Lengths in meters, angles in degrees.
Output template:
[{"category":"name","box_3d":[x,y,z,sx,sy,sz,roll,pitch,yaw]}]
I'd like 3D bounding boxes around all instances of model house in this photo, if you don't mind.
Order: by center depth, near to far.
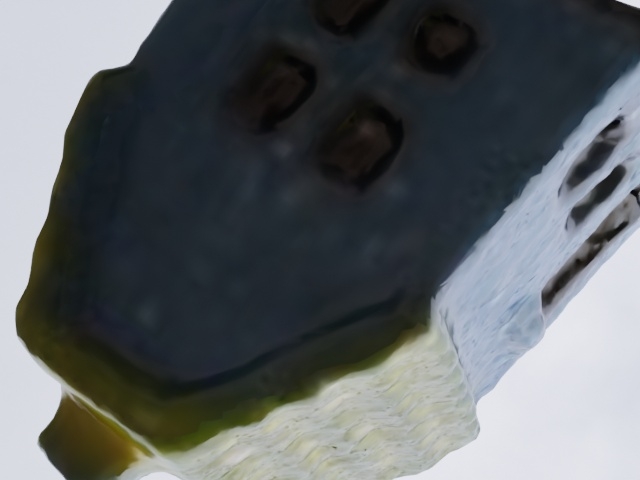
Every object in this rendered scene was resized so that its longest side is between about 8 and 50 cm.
[{"category":"model house","box_3d":[0.000,0.000,0.687,0.215,0.237,0.303,40,-98,19]}]
